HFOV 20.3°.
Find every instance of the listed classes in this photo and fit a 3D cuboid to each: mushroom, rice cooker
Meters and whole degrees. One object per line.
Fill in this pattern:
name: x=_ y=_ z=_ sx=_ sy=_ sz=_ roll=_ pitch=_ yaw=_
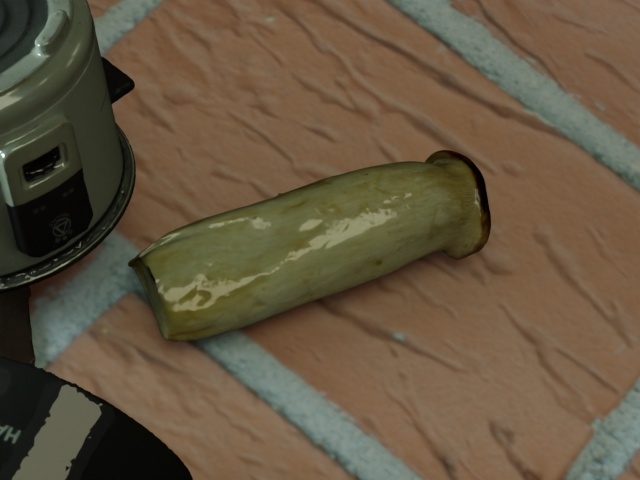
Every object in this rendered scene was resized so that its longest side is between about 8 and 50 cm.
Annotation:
mushroom: x=0.000 y=0.000 z=1.486 sx=0.312 sy=0.081 sz=0.100 roll=-17 pitch=61 yaw=-19
rice cooker: x=-0.271 y=-0.086 z=1.381 sx=0.280 sy=0.227 sz=0.241 roll=-36 pitch=52 yaw=-27

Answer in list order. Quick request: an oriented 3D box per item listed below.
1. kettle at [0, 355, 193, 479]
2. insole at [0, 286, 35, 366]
kettle: x=-0.269 y=0.246 z=1.225 sx=0.262 sy=0.203 sz=0.308 roll=26 pitch=62 yaw=0
insole: x=-0.281 y=0.008 z=1.460 sx=0.111 sy=0.007 sz=0.328 roll=-3 pitch=62 yaw=-12
